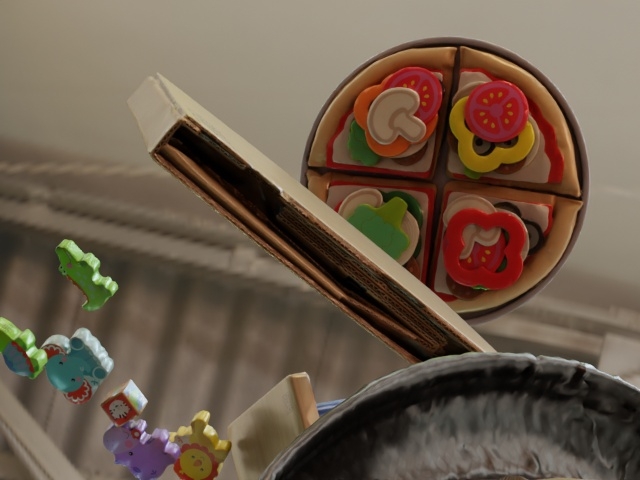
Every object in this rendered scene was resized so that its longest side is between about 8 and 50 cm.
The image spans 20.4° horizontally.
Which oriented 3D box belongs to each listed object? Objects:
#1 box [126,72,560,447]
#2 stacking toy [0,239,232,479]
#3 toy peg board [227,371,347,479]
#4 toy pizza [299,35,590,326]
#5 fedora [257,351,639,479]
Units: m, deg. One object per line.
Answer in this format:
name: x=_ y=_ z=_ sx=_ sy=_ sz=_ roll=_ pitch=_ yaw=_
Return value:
box: x=0.000 y=0.000 z=0.671 sx=0.164 sy=0.201 sz=0.021 roll=38 pitch=-88 yaw=-12
stacking toy: x=-0.158 y=0.121 z=1.305 sx=0.052 sy=0.167 sz=0.221 roll=-31 pitch=-80 yaw=20
toy peg board: x=0.006 y=0.190 z=1.325 sx=0.079 sy=0.160 sz=0.161 roll=-9 pitch=-107 yaw=-23
toy pizza: x=0.081 y=-0.040 z=1.206 sx=0.201 sy=0.032 sz=0.201 roll=-1 pitch=-93 yaw=14
fedora: x=0.111 y=0.170 z=0.485 sx=0.152 sy=0.334 sz=0.334 roll=-16 pitch=-135 yaw=42
